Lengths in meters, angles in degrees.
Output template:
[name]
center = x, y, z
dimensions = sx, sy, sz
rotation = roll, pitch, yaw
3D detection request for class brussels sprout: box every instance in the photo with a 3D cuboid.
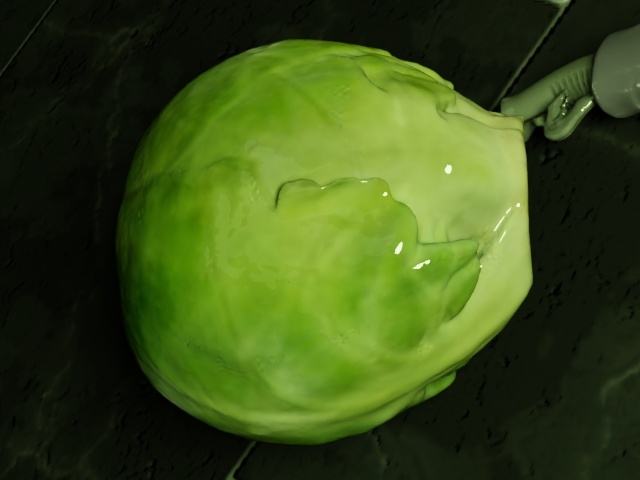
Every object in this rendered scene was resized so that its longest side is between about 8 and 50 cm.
[brussels sprout]
center = 0.000, 0.000, 0.862
dimensions = 0.244, 0.244, 0.244
rotation = -20, 52, 28

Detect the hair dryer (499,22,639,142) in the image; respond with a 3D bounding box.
[hair dryer]
center = 0.230, -0.049, 0.803
dimensions = 0.361, 0.121, 0.301
rotation = 7, 76, 51
